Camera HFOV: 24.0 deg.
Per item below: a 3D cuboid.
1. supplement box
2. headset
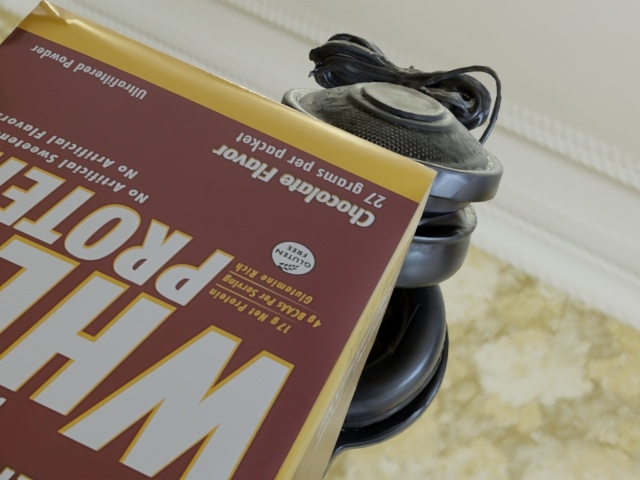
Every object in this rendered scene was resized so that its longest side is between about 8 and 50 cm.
[{"bbox_3d":[-0.078,0.077,0.429,0.129,0.191,0.194,24,-46,6],"label":"supplement box"},{"bbox_3d":[0.000,0.000,0.889,0.185,0.394,0.243,24,-47,14],"label":"headset"}]
